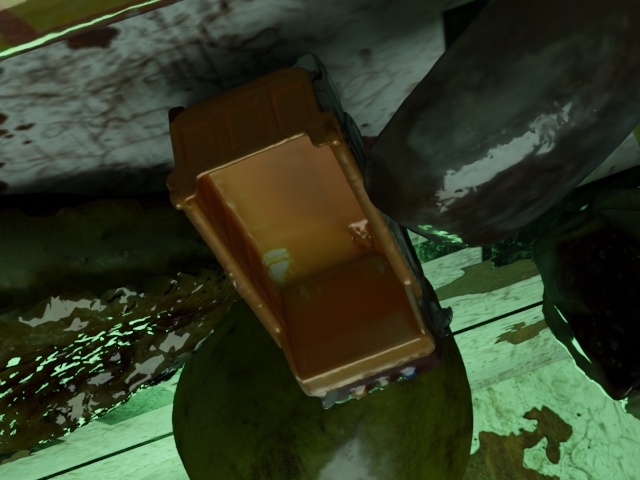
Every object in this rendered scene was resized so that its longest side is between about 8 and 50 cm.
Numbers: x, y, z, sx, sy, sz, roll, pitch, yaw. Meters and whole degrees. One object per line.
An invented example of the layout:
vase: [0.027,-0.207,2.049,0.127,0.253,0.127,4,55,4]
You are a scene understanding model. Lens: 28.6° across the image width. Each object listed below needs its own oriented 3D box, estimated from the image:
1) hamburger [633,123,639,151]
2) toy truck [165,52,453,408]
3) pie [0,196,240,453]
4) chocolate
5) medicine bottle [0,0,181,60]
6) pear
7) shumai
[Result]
hamburger: [0.305,-0.122,0.809,0.237,0.147,0.237,-23,160,-9]
toy truck: [0.000,0.000,0.788,0.114,0.135,0.270,-21,141,8]
pie: [-0.179,0.057,0.906,0.355,0.103,0.288,-11,158,-37]
chocolate: [0.141,-0.087,0.671,0.254,0.080,0.157,-48,159,9]
medicine bottle: [-0.012,-0.142,0.428,0.426,0.108,0.108,-19,165,-3]
pear: [0.010,0.142,1.172,0.287,0.287,0.375,-11,148,-28]
shumai: [0.394,0.055,1.297,0.348,0.395,0.395,11,155,-16]
